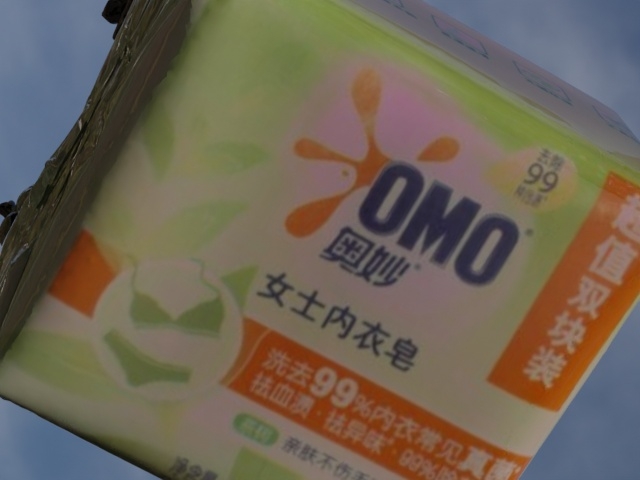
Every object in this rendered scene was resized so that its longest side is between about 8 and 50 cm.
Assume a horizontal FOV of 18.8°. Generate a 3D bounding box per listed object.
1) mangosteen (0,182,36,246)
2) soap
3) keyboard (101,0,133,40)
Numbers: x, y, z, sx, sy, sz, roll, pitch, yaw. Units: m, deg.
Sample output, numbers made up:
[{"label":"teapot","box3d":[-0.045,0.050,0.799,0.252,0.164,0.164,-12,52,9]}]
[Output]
[{"label":"mangosteen","box3d":[-0.150,0.000,1.165,0.081,0.081,0.081,14,-72,52]},{"label":"soap","box3d":[0.000,0.000,0.708,0.182,0.199,0.138,-59,-169,13]},{"label":"keyboard","box3d":[-0.021,-0.233,0.932,0.027,0.106,0.317,38,-58,16]}]
